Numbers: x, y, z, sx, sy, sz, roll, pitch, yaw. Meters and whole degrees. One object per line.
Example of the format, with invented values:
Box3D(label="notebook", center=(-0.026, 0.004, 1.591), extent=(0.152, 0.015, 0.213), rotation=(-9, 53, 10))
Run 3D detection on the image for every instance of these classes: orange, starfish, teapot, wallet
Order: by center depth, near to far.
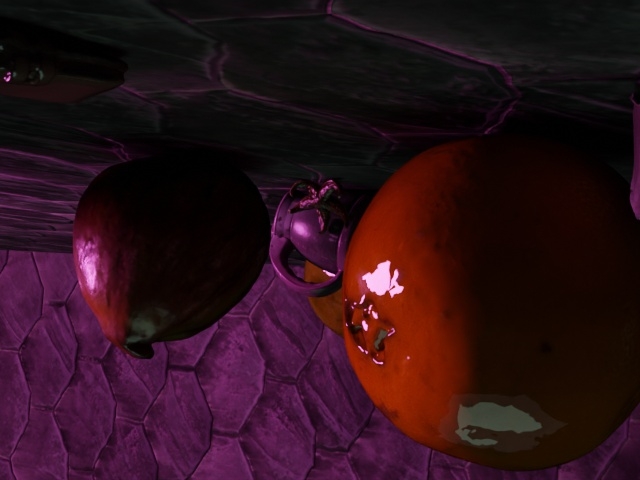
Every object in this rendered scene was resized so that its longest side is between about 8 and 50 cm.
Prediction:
Box3D(label="wallet", center=(-0.228, -0.128, 0.738), extent=(0.152, 0.039, 0.118), rotation=(5, 178, -38))
Box3D(label="orange", center=(0.165, 0.053, 0.920), extent=(0.312, 0.312, 0.312), rotation=(5, 175, 0))
Box3D(label="starfish", center=(0.003, -0.046, 1.266), extent=(0.091, 0.078, 0.028), rotation=(36, -144, 17))
Box3D(label="teapot", center=(0.004, -0.001, 1.345), extent=(0.146, 0.148, 0.116), rotation=(17, -176, 23))

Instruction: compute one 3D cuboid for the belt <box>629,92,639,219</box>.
Box3D(label="belt", center=(0.325, -0.050, 0.733), extent=(0.184, 0.105, 0.261), rotation=(-3, 174, 42))

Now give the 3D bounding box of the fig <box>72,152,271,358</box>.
Box3D(label="fig", center=(-0.171, 0.004, 1.158), extent=(0.223, 0.224, 0.263), rotation=(4, -154, 8))

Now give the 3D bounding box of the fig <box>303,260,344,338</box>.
Box3D(label="fig", center=(0.077, 0.052, 1.464), extent=(0.207, 0.207, 0.230), rotation=(4, -179, 5))
